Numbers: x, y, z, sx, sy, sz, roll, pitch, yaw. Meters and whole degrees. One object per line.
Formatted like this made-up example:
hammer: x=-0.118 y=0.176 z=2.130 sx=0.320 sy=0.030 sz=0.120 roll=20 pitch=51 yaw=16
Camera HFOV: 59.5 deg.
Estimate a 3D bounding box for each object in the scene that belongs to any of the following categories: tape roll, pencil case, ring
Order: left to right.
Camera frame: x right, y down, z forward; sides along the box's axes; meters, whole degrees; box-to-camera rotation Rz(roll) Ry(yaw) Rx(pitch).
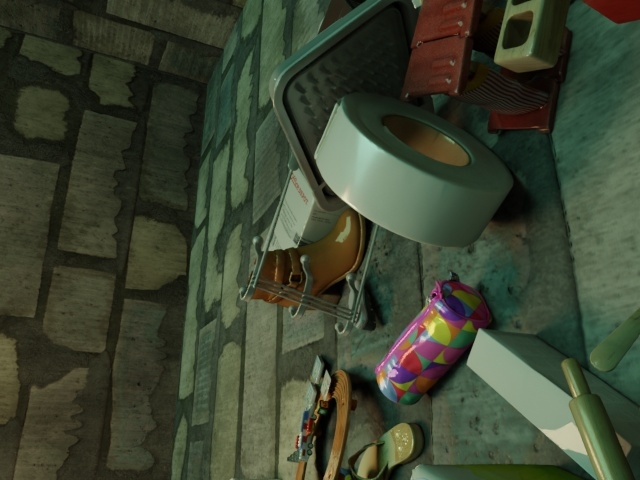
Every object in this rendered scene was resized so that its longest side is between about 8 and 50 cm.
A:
ring: x=0.008 y=0.430 z=1.137 sx=0.336 sy=0.032 sz=0.337 roll=-162 pitch=90 yaw=-82
tape roll: x=0.140 y=-0.114 z=0.849 sx=0.286 sy=0.286 sz=0.100 roll=-110 pitch=37 yaw=-49
pencil case: x=0.172 y=0.162 z=0.896 sx=0.104 sy=0.104 sz=0.236 roll=-108 pitch=35 yaw=-47

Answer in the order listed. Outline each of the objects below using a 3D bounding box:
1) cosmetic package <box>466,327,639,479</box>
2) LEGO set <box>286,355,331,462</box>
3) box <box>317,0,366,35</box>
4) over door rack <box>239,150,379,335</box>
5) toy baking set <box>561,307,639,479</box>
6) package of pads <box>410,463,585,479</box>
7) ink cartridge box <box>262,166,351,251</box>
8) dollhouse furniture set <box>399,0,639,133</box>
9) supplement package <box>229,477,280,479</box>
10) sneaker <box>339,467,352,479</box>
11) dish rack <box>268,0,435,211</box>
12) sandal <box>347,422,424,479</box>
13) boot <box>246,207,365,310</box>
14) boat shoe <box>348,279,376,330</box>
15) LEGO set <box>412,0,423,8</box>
cosmetic package: x=0.281 y=0.184 z=0.644 sx=0.239 sy=0.098 sz=0.061 roll=-137 pitch=58 yaw=-63
LEGO set: x=-0.028 y=0.367 z=1.230 sx=0.244 sy=0.060 sz=0.183 roll=-153 pitch=78 yaw=-82
box: x=0.098 y=-0.390 z=1.242 sx=0.191 sy=0.143 sz=0.381 roll=-63 pitch=30 yaw=33
over door rack: x=0.000 y=0.000 z=1.118 sx=0.108 sy=0.239 sz=0.324 roll=6 pitch=75 yaw=69
toy baking set: x=0.327 y=0.146 z=0.504 sx=0.030 sy=0.196 sz=0.256 roll=58 pitch=-165 yaw=-52
package of pads: x=0.240 y=0.306 z=0.522 sx=0.296 sy=0.229 sz=0.101 roll=180 pitch=99 yaw=-66
ink cartridge box: x=-0.037 y=-0.021 z=1.405 sx=0.289 sy=0.121 sz=0.211 roll=-68 pitch=26 yaw=24
dollhouse furniture set: x=0.294 y=-0.231 z=0.678 sx=0.374 sy=0.201 sz=0.152 roll=16 pitch=95 yaw=60
supplement package: x=-0.207 y=0.716 z=1.463 sx=0.244 sy=0.139 sz=0.134 roll=129 pitch=145 yaw=-48
sneaker: x=0.030 y=0.549 z=1.109 sx=0.078 sy=0.067 sz=0.188 roll=128 pitch=148 yaw=-67
dish rack: x=0.057 y=-0.231 z=0.954 sx=0.072 sy=0.285 sz=0.333 roll=46 pitch=170 yaw=35
sandal: x=0.089 y=0.394 z=1.006 sx=0.088 sy=0.079 sz=0.240 roll=-102 pitch=32 yaw=-41
boot: x=-0.035 y=0.034 z=1.257 sx=0.109 sy=0.220 sz=0.284 roll=-112 pitch=39 yaw=-51
boat shoe: x=0.087 y=0.136 z=1.157 sx=0.049 sy=0.040 sz=0.142 roll=-59 pitch=17 yaw=28
LEGO set: x=0.224 y=-0.408 z=0.893 sx=0.287 sy=0.107 sz=0.132 roll=-17 pitch=-67 yaw=-70
